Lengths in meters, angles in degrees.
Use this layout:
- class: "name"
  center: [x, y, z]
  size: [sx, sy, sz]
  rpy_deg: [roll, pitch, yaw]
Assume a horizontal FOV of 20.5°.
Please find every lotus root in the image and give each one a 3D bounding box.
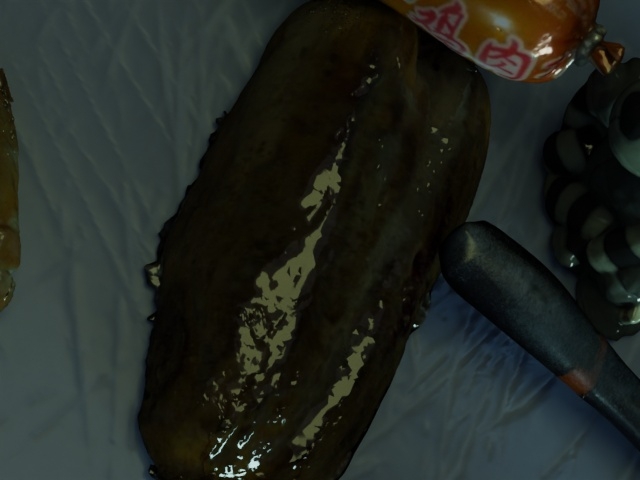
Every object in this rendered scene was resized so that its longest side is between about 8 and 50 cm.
- class: "lotus root"
  center: [0.000, 0.001, 0.995]
  size: [0.167, 0.078, 0.329]
  rpy_deg: [24, 69, -9]

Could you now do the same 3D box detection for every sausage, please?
- class: "sausage"
  center: [0.040, -0.186, 1.011]
  size: [0.312, 0.093, 0.093]
  rpy_deg: [37, 67, 9]

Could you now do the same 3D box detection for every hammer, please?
- class: "hammer"
  center: [0.171, 0.095, 1.025]
  size: [0.290, 0.037, 0.137]
  rpy_deg: [42, 67, -15]

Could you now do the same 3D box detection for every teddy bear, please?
- class: "teddy bear"
  center: [0.214, -0.072, 1.013]
  size: [0.144, 0.251, 0.171]
  rpy_deg: [0, 61, -20]

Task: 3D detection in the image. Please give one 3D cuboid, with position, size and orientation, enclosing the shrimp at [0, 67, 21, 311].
- class: "shrimp"
  center: [-0.200, -0.036, 0.955]
  size: [0.091, 0.043, 0.184]
  rpy_deg: [11, 73, -12]
